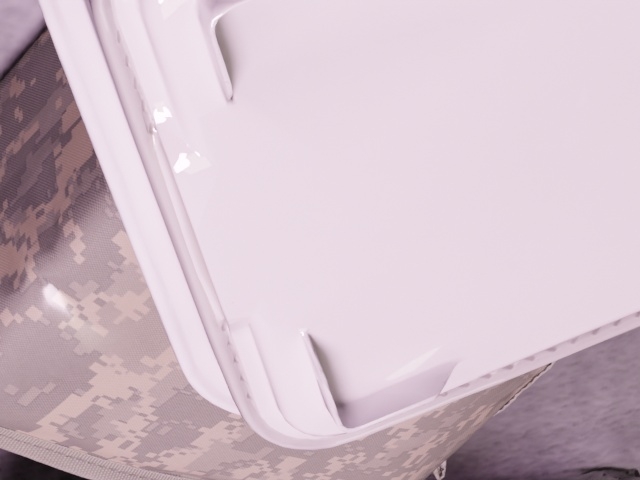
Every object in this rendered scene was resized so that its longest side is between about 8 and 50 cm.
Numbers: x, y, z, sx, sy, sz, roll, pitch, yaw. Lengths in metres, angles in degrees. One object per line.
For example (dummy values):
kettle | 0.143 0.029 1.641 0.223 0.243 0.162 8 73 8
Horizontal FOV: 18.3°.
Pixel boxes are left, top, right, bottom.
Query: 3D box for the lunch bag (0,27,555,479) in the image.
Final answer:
lunch bag | 0.000 0.000 0.882 0.287 0.169 0.235 25 125 -34

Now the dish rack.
dish rack | 0.088 -0.061 0.705 0.332 0.072 0.286 -21 131 -5
